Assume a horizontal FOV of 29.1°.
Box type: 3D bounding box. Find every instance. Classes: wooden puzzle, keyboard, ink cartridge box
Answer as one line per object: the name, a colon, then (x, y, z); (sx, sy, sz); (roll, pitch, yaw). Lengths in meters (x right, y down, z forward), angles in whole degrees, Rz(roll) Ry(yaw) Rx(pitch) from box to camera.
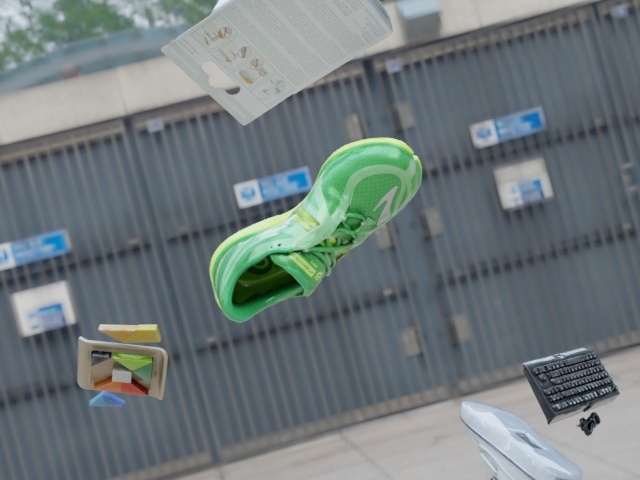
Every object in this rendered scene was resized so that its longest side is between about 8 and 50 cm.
wooden puzzle: (-0.161, 0.105, 0.998); (0.078, 0.014, 0.116); (6, -41, 2)
keyboard: (0.320, 0.188, 1.530); (0.023, 0.108, 0.180); (-34, -18, 35)
ink cartridge box: (-0.054, -0.263, 1.515); (0.232, 0.066, 0.189); (-27, -39, 19)

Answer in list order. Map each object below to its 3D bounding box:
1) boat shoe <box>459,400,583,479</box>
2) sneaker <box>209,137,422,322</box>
boat shoe: (0.264, 0.303, 1.694); (0.096, 0.088, 0.267); (11, 12, -29)
sneaker: (0.000, 0.000, 1.386); (0.295, 0.109, 0.123); (-38, 31, 21)
